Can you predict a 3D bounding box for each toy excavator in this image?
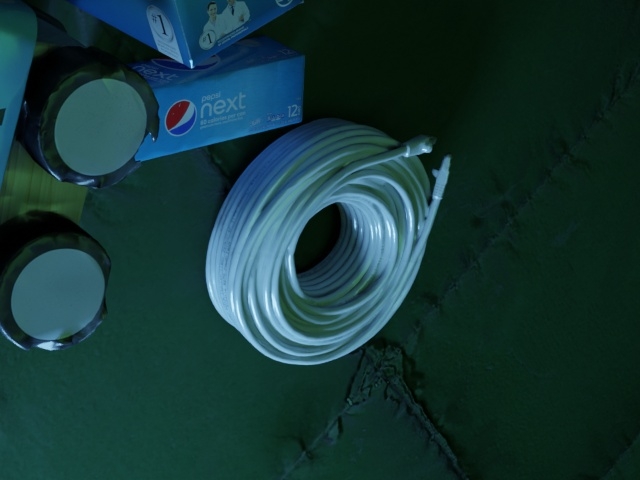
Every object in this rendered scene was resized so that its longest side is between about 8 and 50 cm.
[{"bbox_3d":[-0.362,-0.142,1.417,0.445,0.222,0.433,5,108,-35],"label":"toy excavator"}]

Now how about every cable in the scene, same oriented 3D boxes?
[{"bbox_3d":[0.000,0.000,1.893,0.257,0.089,0.257,-3,115,-41],"label":"cable"}]

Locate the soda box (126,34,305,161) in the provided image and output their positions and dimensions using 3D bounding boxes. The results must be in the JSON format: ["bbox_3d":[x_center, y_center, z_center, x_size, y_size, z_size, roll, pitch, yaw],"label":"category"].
[{"bbox_3d":[-0.116,-0.132,1.726,0.210,0.067,0.071,-17,123,-36],"label":"soda box"}]

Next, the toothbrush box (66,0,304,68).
[{"bbox_3d":[-0.152,-0.317,1.484,0.126,0.216,0.295,-35,131,-24],"label":"toothbrush box"}]
